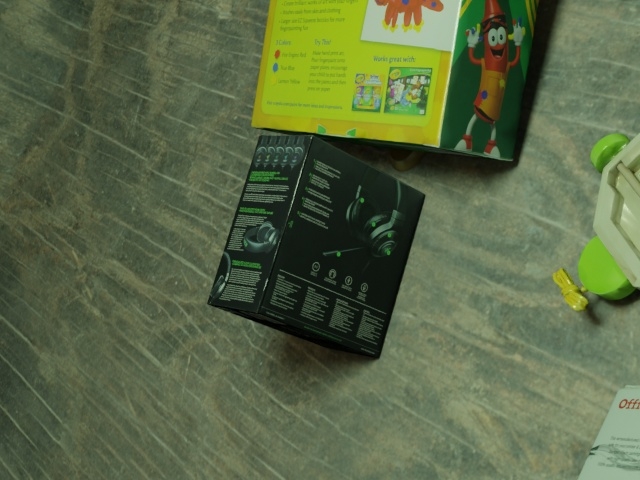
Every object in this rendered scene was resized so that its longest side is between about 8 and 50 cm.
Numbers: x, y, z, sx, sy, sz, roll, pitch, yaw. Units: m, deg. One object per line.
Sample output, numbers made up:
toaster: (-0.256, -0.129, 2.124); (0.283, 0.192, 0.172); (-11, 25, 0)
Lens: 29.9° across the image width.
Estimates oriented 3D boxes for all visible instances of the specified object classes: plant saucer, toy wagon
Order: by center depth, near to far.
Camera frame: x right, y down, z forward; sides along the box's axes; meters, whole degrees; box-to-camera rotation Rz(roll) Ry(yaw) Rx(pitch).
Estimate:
toy wagon: (0.424, -0.042, 1.438); (0.344, 0.068, 0.267); (-48, 42, 23)
plant saucer: (0.134, -0.149, 1.867); (0.083, 0.015, 0.083); (-24, 54, 40)

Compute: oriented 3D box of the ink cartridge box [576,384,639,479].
ink cartridge box: (0.354, 0.265, 1.280); (0.208, 0.087, 0.153); (-61, 19, -17)

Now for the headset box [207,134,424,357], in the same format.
headset box: (0.000, 0.000, 1.759); (0.131, 0.246, 0.283); (6, 77, 50)

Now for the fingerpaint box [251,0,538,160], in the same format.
fingerpaint box: (0.110, -0.325, 1.791); (0.445, 0.163, 0.371); (11, 94, 51)
